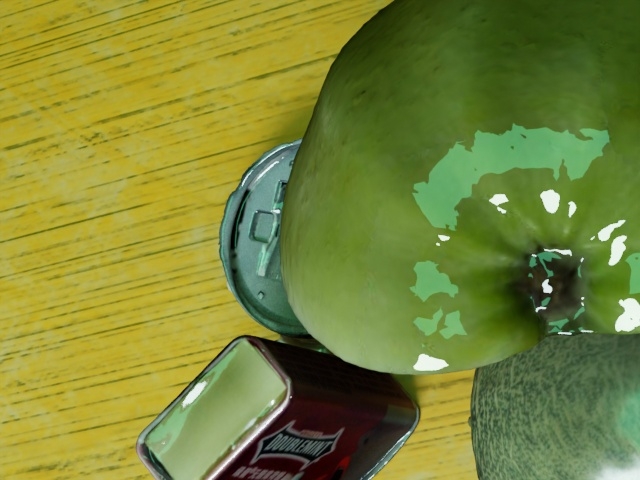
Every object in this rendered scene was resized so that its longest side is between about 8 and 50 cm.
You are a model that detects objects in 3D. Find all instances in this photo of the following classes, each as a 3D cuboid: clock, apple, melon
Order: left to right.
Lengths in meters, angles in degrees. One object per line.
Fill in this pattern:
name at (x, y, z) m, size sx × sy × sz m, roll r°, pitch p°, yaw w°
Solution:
clock at (0.000, 0.000, 1.394) m, size 0.155 × 0.063 × 0.229 m, roll 15°, pitch 87°, yaw 25°
apple at (0.153, -0.046, 1.166) m, size 0.311 × 0.360 × 0.320 m, roll 33°, pitch 113°, yaw -5°
melon at (0.252, 0.114, 1.162) m, size 0.329 × 0.248 × 0.249 m, roll -3°, pitch 80°, yaw 21°

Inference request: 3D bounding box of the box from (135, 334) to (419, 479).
box at (-0.025, 0.131, 1.295) m, size 0.120 × 0.224 × 0.069 m, roll -44°, pitch 66°, yaw 10°
